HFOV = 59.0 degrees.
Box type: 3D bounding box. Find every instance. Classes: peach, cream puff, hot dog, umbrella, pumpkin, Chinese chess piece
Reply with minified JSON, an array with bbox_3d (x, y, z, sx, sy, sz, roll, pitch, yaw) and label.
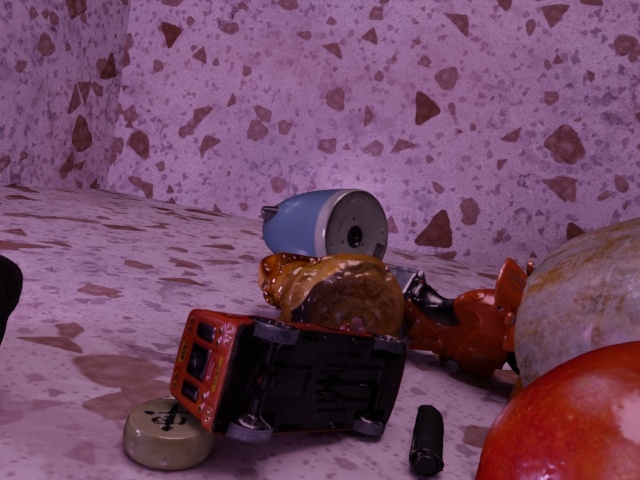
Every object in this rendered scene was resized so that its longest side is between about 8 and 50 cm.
[{"bbox_3d":[0.205,0.177,0.325,0.243,0.199,0.243,10,46,-11],"label":"peach"},{"bbox_3d":[0.024,0.106,0.800,0.189,0.189,0.129,8,2,-20],"label":"cream puff"},{"bbox_3d":[0.048,0.104,1.065,0.348,0.117,0.158,10,9,-25],"label":"hot dog"},{"bbox_3d":[0.115,0.211,0.601,0.036,0.031,0.133,10,7,13],"label":"umbrella"},{"bbox_3d":[0.367,0.120,0.591,0.332,0.332,0.199,7,-8,-24],"label":"pumpkin"},{"bbox_3d":[-0.136,0.174,0.516,0.084,0.034,0.084,10,8,-1],"label":"Chinese chess piece"}]

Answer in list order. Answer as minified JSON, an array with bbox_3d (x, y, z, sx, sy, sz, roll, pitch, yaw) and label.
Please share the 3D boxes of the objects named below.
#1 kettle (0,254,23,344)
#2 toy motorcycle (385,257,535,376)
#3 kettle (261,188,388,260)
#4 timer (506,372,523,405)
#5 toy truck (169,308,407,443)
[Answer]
[{"bbox_3d":[-0.465,0.033,0.549,0.262,0.203,0.308,7,10,-40],"label":"kettle"},{"bbox_3d":[0.220,0.115,0.874,0.325,0.221,0.148,12,42,29],"label":"toy motorcycle"},{"bbox_3d":[0.000,0.000,1.583,0.342,0.247,0.319,5,-30,46],"label":"kettle"},{"bbox_3d":[0.326,0.169,0.741,0.132,0.152,0.132,10,6,-1],"label":"timer"},{"bbox_3d":[-0.020,0.134,0.587,0.114,0.108,0.252,12,-3,45],"label":"toy truck"}]
